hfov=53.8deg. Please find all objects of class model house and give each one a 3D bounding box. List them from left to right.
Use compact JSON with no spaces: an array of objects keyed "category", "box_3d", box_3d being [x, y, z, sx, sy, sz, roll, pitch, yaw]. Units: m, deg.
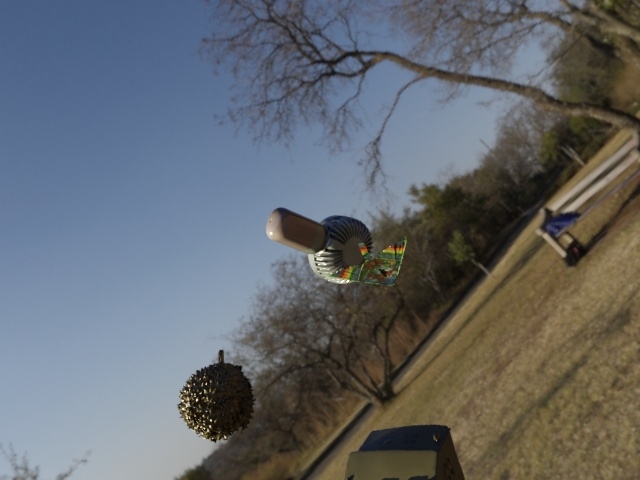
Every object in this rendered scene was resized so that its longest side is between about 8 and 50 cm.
[{"category":"model house","box_3d":[0.154,0.515,1.231,0.211,0.205,0.243,-15,12,34]}]

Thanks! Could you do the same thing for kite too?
[{"category":"kite","box_3d":[0.069,0.033,0.812,0.122,0.090,0.004,-23,37,22]}]

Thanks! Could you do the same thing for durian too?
[{"category":"durian","box_3d":[-0.103,0.153,0.625,0.080,0.091,0.080,-1,-16,0]}]

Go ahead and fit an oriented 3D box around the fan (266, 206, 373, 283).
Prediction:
[{"category":"fan","box_3d":[0.000,0.000,1.172,0.244,0.074,0.130,24,-97,-39]}]
